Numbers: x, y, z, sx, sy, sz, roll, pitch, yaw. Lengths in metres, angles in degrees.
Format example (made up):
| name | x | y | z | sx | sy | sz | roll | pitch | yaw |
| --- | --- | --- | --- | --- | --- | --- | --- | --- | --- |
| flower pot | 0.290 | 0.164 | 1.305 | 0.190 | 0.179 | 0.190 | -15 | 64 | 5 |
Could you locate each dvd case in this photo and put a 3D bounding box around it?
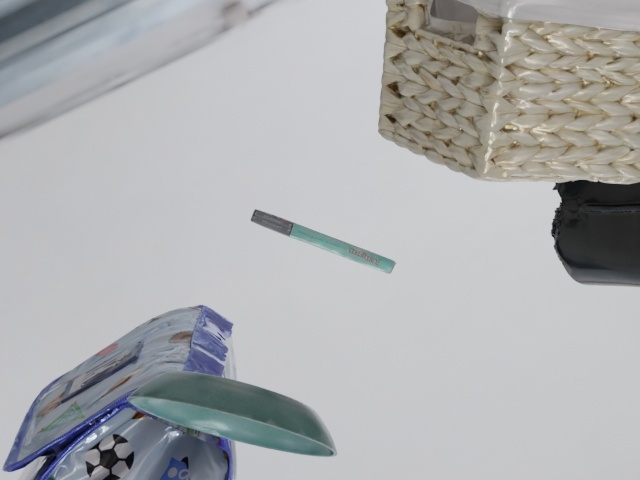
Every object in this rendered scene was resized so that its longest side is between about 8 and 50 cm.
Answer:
| name | x | y | z | sx | sy | sz | roll | pitch | yaw |
| --- | --- | --- | --- | --- | --- | --- | --- | --- | --- |
| dvd case | 0.000 | 0.000 | 1.187 | 0.087 | 0.013 | 0.119 | 21 | -179 | -19 |

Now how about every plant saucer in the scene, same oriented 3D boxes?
| name | x | y | z | sx | sy | sz | roll | pitch | yaw |
| --- | --- | --- | --- | --- | --- | --- | --- | --- | --- |
| plant saucer | -0.046 | 0.094 | 0.840 | 0.119 | 0.119 | 0.021 | 61 | -139 | -71 |

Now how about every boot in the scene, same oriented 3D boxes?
| name | x | y | z | sx | sy | sz | roll | pitch | yaw |
| --- | --- | --- | --- | --- | --- | --- | --- | --- | --- |
| boot | 0.257 | 0.026 | 1.044 | 0.207 | 0.094 | 0.246 | 0 | 98 | 56 |

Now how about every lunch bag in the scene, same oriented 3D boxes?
| name | x | y | z | sx | sy | sz | roll | pitch | yaw |
| --- | --- | --- | --- | --- | --- | --- | --- | --- | --- |
| lunch bag | -0.200 | 0.259 | 1.495 | 0.239 | 0.385 | 0.328 | 26 | -171 | -6 |

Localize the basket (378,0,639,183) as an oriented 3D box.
| name | x | y | z | sx | sy | sz | roll | pitch | yaw |
| --- | --- | --- | --- | --- | --- | --- | --- | --- | --- |
| basket | 0.124 | -0.089 | 0.785 | 0.113 | 0.167 | 0.103 | 31 | 118 | 55 |
